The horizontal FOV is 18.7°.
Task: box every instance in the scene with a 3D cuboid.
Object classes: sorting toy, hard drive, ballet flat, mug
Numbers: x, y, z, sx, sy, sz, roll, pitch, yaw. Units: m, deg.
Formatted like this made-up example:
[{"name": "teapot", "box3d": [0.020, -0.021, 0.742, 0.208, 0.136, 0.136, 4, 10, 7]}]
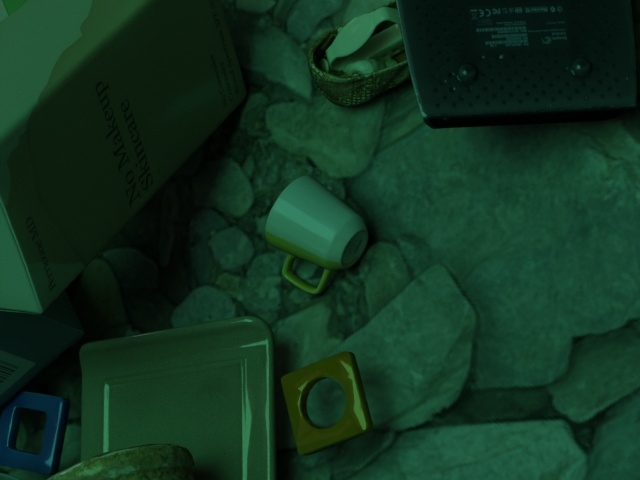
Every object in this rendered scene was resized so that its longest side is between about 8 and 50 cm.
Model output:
[{"name": "sorting toy", "box3d": [-0.104, 0.167, 1.508, 0.348, 0.047, 0.196, -11, 75, 29]}, {"name": "hard drive", "box3d": [0.134, -0.199, 1.426, 0.172, 0.054, 0.254, -4, 69, -6]}, {"name": "ballet flat", "box3d": [0.078, -0.166, 1.486, 0.206, 0.067, 0.073, -31, 61, 19]}, {"name": "mug", "box3d": [0.002, -0.004, 1.497, 0.064, 0.078, 0.062, 31, 59, 26]}]

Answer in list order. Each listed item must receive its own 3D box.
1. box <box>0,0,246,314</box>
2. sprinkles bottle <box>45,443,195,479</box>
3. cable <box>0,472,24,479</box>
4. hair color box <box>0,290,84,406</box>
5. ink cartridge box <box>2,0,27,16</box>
[{"name": "box", "box3d": [-0.194, -0.091, 1.482, 0.121, 0.148, 0.311, 5, 38, 30]}, {"name": "sprinkles bottle", "box3d": [-0.106, 0.328, 1.385, 0.121, 0.121, 0.355, -24, 72, 23]}, {"name": "cable", "box3d": [-0.290, 0.302, 1.496, 0.257, 0.089, 0.257, -3, 73, 30]}, {"name": "hair color box", "box3d": [-0.356, -0.017, 1.635, 0.185, 0.113, 0.374, -41, 55, 15]}, {"name": "ink cartridge box", "box3d": [-0.217, -0.208, 1.652, 0.062, 0.109, 0.209, -35, 60, 19]}]
